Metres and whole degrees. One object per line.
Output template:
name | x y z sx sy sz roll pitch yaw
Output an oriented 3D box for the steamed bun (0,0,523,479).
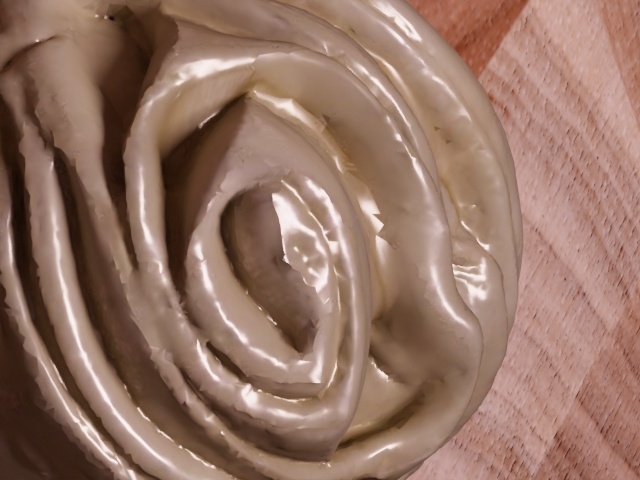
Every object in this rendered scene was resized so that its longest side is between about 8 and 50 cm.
steamed bun | -0.024 0.013 0.694 0.324 0.219 0.310 -3 99 -37
